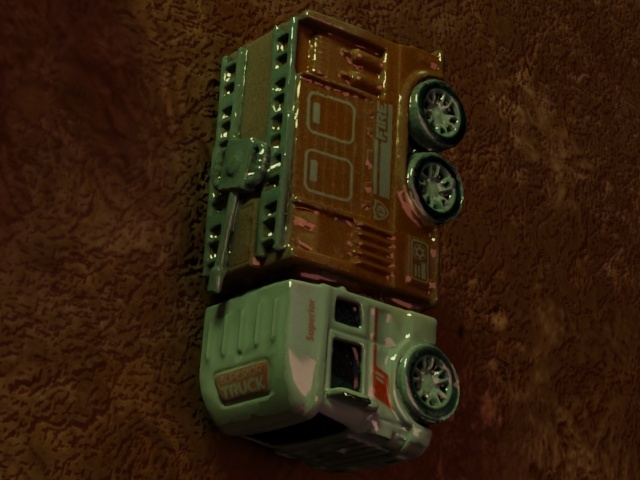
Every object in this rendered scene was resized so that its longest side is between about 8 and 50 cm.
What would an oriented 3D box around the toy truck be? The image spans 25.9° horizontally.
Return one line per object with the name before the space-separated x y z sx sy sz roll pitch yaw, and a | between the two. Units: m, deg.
toy truck | 0.000 0.000 0.980 0.162 0.136 0.305 19 64 -36
